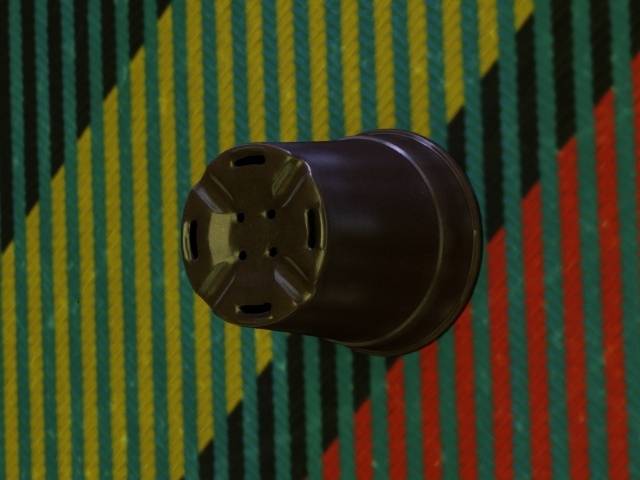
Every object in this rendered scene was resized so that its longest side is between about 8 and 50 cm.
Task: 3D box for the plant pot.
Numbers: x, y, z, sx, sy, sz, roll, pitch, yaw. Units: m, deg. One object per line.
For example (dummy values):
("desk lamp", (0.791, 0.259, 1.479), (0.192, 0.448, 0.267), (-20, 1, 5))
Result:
("plant pot", (0.000, 0.000, 1.390), (0.167, 0.165, 0.167), (-1, 88, 35))
